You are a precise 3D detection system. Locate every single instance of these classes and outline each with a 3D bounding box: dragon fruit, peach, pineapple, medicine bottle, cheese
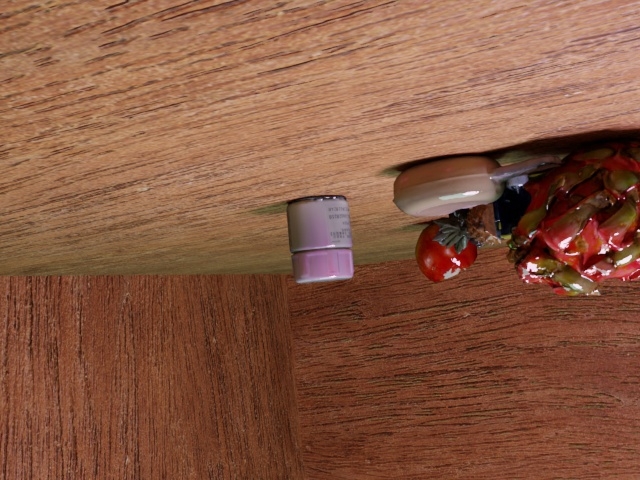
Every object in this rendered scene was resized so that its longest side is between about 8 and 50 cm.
[{"bbox_3d":[0.445,-0.033,1.241,0.303,0.231,0.237,-23,-167,5],"label":"dragon fruit"},{"bbox_3d":[0.369,0.039,2.231,0.190,0.192,0.190,-17,140,-15],"label":"peach"},{"bbox_3d":[0.366,-0.034,1.815,0.130,0.118,0.277,8,174,-16],"label":"pineapple"},{"bbox_3d":[0.000,0.000,1.597,0.135,0.168,0.135,-5,174,-1],"label":"medicine bottle"},{"bbox_3d":[0.258,-0.099,1.278,0.286,0.082,0.163,-11,174,37],"label":"cheese"}]

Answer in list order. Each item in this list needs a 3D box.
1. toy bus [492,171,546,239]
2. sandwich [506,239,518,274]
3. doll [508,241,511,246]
[{"bbox_3d":[0.480,-0.076,1.497,0.262,0.128,0.150,-8,175,41],"label":"toy bus"},{"bbox_3d":[0.694,-0.009,2.062,0.325,0.131,0.262,-21,-176,-29],"label":"sandwich"},{"bbox_3d":[0.540,-0.010,1.821,0.190,0.050,0.115,-16,175,16],"label":"doll"}]
